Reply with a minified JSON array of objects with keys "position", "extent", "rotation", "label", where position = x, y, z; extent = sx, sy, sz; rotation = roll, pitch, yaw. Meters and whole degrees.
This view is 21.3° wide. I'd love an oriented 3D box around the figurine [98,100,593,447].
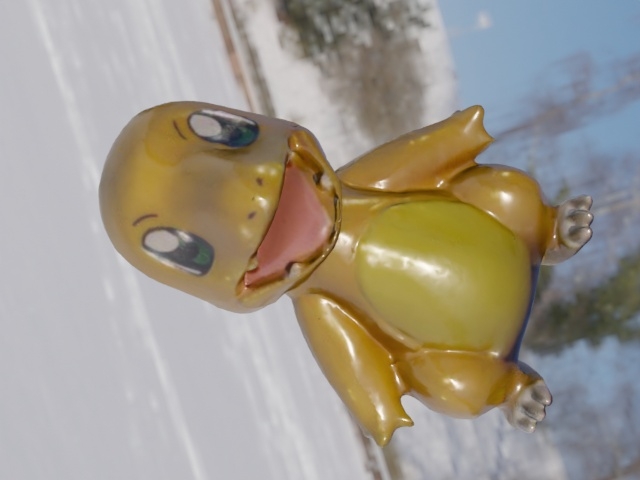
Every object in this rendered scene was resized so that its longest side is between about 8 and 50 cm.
[{"position":[-0.003,-0.001,0.586],"extent":[0.122,0.176,0.121],"rotation":[11,-99,53],"label":"figurine"}]
